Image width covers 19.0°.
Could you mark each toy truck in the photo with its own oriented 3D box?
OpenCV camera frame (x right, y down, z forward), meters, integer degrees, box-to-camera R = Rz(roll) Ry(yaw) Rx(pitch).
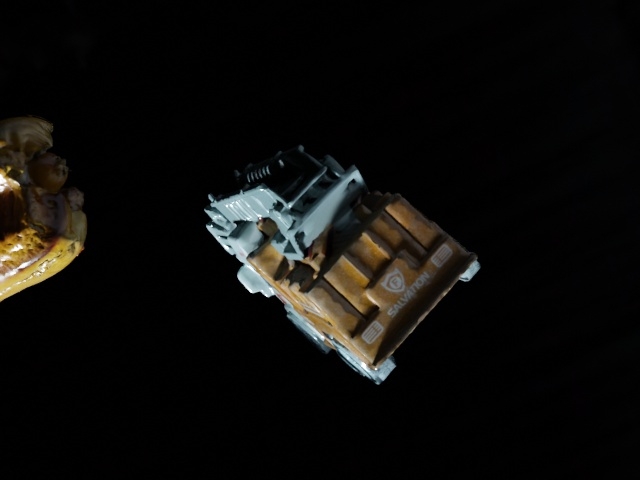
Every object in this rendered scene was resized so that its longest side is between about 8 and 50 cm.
[{"bbox_3d":[0.000,0.000,1.627,0.184,0.133,0.338,44,174,-11],"label":"toy truck"}]

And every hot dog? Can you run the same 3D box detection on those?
[{"bbox_3d":[-0.364,0.005,1.845,0.117,0.349,0.158,2,-114,-60],"label":"hot dog"}]
